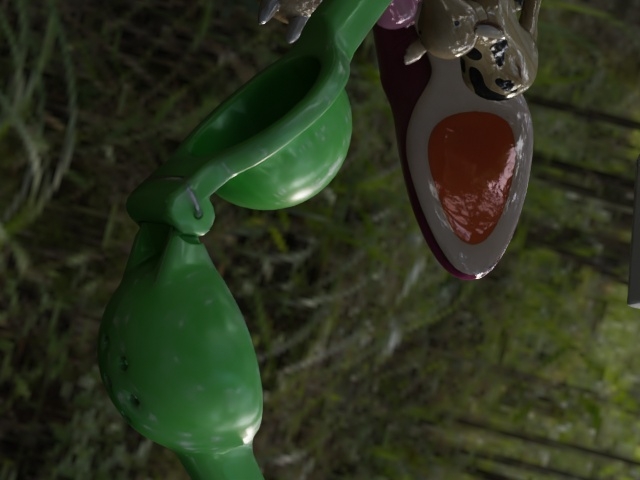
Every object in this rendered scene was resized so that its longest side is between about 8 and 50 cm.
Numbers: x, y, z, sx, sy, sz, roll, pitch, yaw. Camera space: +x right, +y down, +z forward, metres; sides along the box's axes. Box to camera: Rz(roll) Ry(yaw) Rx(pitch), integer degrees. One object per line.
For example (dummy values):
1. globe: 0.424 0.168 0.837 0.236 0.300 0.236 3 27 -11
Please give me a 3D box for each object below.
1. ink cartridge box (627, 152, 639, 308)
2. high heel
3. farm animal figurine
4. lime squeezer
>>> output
1. ink cartridge box: 0.321 -0.001 0.864 0.172 0.237 0.100 155 -58 -71
2. high heel: 0.113 -0.125 1.464 0.181 0.127 0.377 125 -32 -66
3. farm animal figurine: 0.037 -0.222 1.128 0.327 0.330 0.172 119 -9 -63
4. lime squeezer: 0.000 0.000 0.429 0.059 0.110 0.310 166 -63 -76
